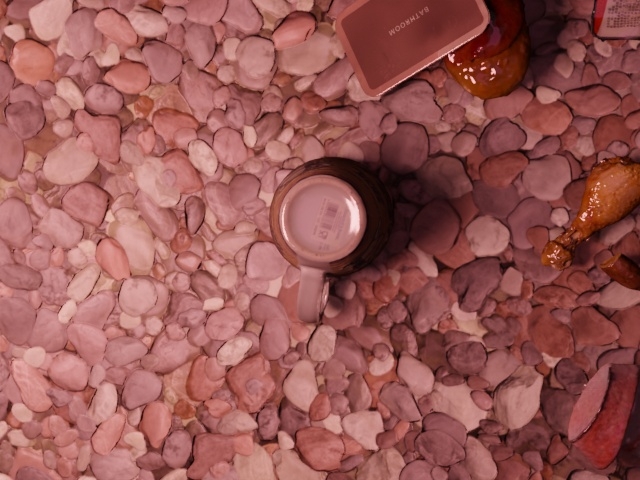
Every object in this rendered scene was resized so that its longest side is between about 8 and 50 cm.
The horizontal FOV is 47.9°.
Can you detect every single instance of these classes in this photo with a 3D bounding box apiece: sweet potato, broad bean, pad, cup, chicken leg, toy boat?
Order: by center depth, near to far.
[{"bbox_3d":[0.000,0.000,1.237,0.227,0.257,0.301,12,95,7],"label":"cup"},{"bbox_3d":[0.285,-0.363,1.266,0.156,0.122,0.229,-12,88,4],"label":"broad bean"},{"bbox_3d":[0.154,-0.385,1.269,0.266,0.002,0.176,-27,84,32],"label":"pad"},{"bbox_3d":[0.488,-0.047,1.281,0.107,0.087,0.251,36,100,-5],"label":"chicken leg"},{"bbox_3d":[0.593,0.347,1.292,0.282,0.096,0.206,31,80,-6],"label":"toy boat"},{"bbox_3d":[0.561,0.065,1.295,0.117,0.049,0.049,34,94,-3],"label":"sweet potato"}]

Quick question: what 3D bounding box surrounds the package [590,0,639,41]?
[{"bbox_3d":[0.607,-0.429,1.281,0.232,0.040,0.166,7,89,12],"label":"package"}]
